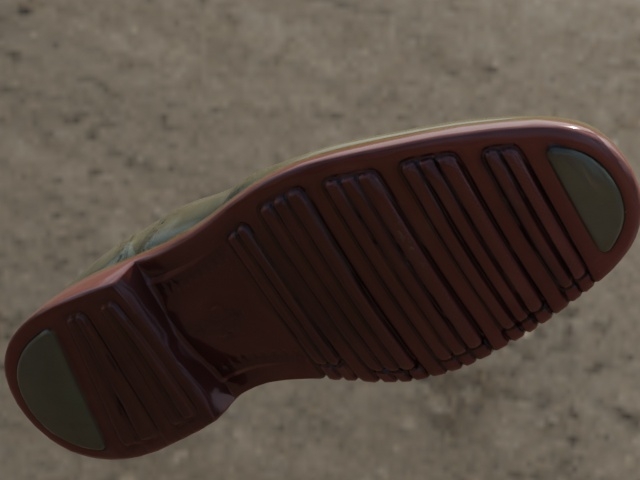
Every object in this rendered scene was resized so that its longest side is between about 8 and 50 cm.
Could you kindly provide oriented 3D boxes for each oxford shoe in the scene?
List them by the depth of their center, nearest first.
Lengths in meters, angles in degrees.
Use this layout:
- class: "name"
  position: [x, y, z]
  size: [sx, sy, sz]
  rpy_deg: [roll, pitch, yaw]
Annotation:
- class: "oxford shoe"
  position: [0.000, 0.000, 0.934]
  size: [0.348, 0.123, 0.130]
  rpy_deg: [-17, 22, 28]
